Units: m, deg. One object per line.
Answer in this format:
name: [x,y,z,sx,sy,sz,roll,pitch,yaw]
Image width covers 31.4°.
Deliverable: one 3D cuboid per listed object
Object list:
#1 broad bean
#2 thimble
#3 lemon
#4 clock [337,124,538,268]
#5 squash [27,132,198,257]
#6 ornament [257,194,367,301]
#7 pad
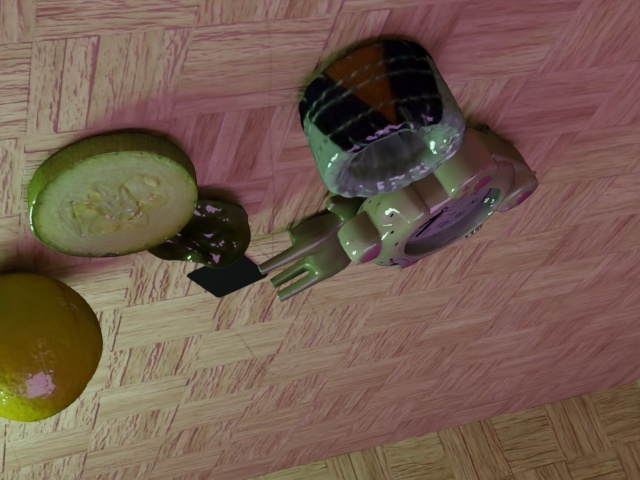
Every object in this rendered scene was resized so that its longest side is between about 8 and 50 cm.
broad bean: [-0.197,-0.017,1.847,0.153,0.072,0.207,-43,148,18]
thimble: [0.094,-0.172,1.651,0.237,0.150,0.237,-18,156,-8]
lemon: [-0.484,0.157,1.811,0.240,0.240,0.219,-30,129,21]
clock: [0.199,-0.062,1.962,0.309,0.114,0.284,-38,160,21]
squash: [-0.298,-0.062,1.665,0.252,0.048,0.252,-11,146,-7]
ornament: [0.000,0.000,2.045,0.245,0.061,0.230,-29,154,1]
pad: [-0.171,0.065,2.122,0.112,0.003,0.157,-24,155,9]
